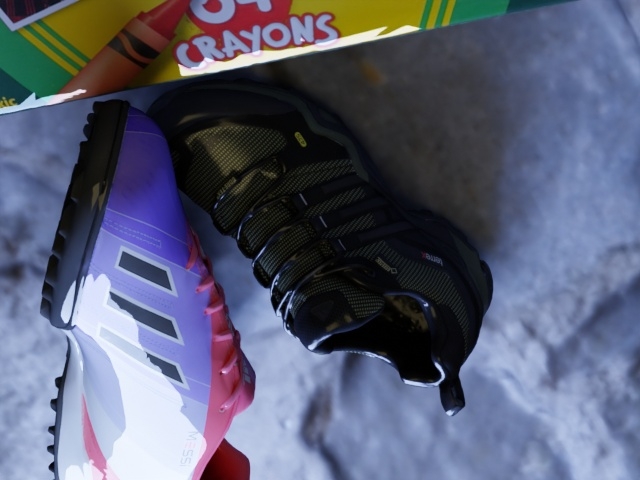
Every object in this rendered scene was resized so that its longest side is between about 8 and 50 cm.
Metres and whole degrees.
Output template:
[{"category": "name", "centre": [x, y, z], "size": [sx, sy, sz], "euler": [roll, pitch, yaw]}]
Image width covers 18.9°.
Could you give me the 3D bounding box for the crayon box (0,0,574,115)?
[{"category": "crayon box", "centre": [-0.065, -0.232, 0.871], "size": [0.363, 0.106, 0.313], "euler": [-10, 128, 16]}]

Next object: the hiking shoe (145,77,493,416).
[{"category": "hiking shoe", "centre": [0.000, 0.000, 1.031], "size": [0.227, 0.114, 0.086], "euler": [33, 120, -14]}]

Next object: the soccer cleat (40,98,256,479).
[{"category": "soccer cleat", "centre": [-0.086, 0.045, 1.050], "size": [0.116, 0.108, 0.318], "euler": [10, 140, 2]}]
